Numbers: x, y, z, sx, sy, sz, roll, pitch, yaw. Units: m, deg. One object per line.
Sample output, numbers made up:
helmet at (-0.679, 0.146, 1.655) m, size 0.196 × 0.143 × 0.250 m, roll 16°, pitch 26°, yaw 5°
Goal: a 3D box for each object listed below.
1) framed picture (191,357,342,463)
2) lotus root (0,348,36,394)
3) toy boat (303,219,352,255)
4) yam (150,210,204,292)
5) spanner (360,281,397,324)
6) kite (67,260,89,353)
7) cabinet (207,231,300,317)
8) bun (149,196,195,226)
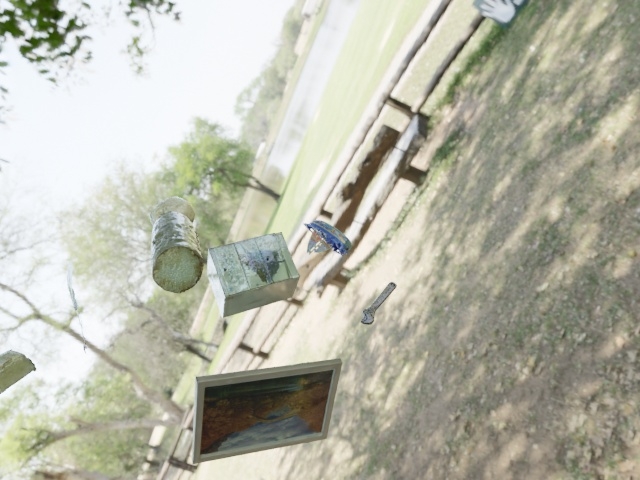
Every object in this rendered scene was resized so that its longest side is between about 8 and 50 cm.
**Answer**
framed picture at (-0.091, 0.288, 0.966) m, size 0.016 × 0.249 × 0.184 m, roll -127°, pitch 41°, yaw -55°
lotus root at (-0.664, 0.281, 1.131) m, size 0.143 × 0.070 × 0.144 m, roll -29°, pitch 6°, yaw 18°
toy boat at (0.000, 0.000, 1.719) m, size 0.110 × 0.175 × 0.091 m, roll -46°, pitch -31°, yaw -12°
yam at (-0.308, 0.017, 1.210) m, size 0.107 × 0.107 × 0.194 m, roll -65°, pitch 25°, yaw 18°
spanner at (0.175, 0.184, 1.693) m, size 0.208 × 0.046 × 0.012 m, roll -42°, pitch -26°, yaw -44°
kite at (-0.647, 0.178, 1.514) m, size 0.245 × 0.015 × 0.141 m, roll 65°, pitch 148°, yaw 23°
cabinet at (-0.183, 0.090, 1.535) m, size 0.150 × 0.205 × 0.145 m, roll 110°, pitch 141°, yaw -57°
bun at (-0.361, -0.060, 1.373) m, size 0.069 × 0.115 × 0.115 m, roll 51°, pitch -129°, yaw -55°
